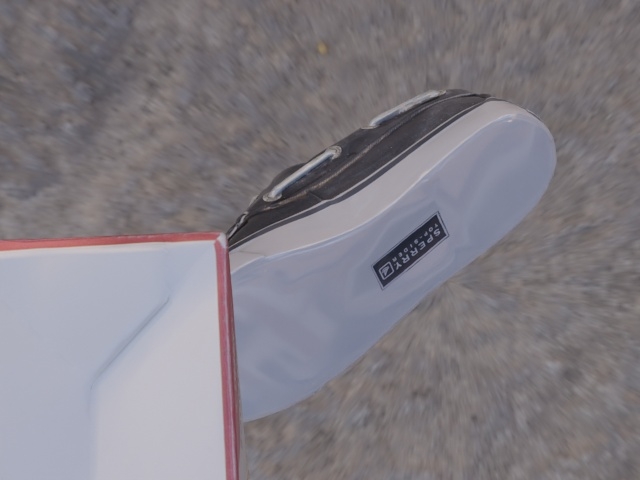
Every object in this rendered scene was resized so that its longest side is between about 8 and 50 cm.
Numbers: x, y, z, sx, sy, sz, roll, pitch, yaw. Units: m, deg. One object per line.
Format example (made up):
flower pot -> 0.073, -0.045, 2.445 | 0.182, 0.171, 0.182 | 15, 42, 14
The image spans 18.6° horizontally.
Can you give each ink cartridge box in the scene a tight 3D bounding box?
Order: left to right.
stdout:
ink cartridge box -> -0.050, 0.082, 0.496 | 0.067, 0.198, 0.115 | -2, 73, -3

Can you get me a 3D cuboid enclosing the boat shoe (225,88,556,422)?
boat shoe -> 0.000, 0.000, 1.182 | 0.301, 0.102, 0.108 | -37, 127, -16
